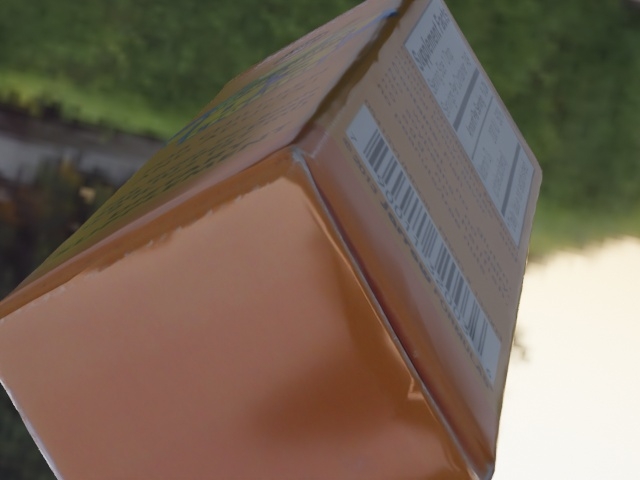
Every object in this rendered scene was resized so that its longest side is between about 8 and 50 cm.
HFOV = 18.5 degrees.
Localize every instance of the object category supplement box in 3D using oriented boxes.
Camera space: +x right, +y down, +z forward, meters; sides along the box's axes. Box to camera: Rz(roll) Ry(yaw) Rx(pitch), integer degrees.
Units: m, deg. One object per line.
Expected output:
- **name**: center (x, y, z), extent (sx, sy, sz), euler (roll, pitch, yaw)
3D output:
- **supplement box**: center (0.000, 0.000, 0.464), extent (0.078, 0.080, 0.233), euler (-28, -172, 15)
